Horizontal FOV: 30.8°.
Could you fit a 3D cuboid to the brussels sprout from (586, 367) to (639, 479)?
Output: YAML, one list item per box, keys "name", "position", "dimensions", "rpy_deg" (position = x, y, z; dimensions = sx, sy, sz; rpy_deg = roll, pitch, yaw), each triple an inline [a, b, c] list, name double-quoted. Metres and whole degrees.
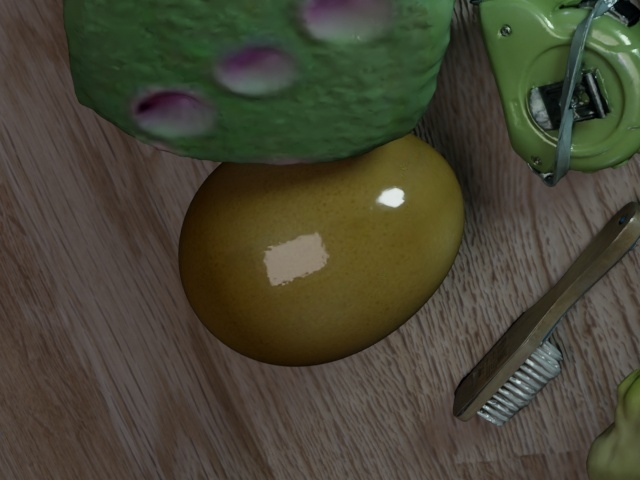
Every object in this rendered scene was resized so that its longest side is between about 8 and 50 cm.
- name: "brussels sprout"
  position: [0.430, 0.219, 1.074]
  dimensions: [0.344, 0.268, 0.344]
  rpy_deg: [8, 101, 47]

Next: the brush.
- name: "brush"
  position: [0.252, 0.091, 1.236]
  dimensions: [0.065, 0.070, 0.327]
  rpy_deg: [31, 122, -5]

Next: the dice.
- name: "dice"
  position: [-0.052, -0.266, 1.034]
  dimensions: [0.322, 0.318, 0.330]
  rpy_deg: [5, 149, -6]

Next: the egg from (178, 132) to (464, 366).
- name: "egg"
  position: [0.000, 0.000, 1.226]
  dimensions: [0.322, 0.250, 0.250]
  rpy_deg: [-23, 97, 29]

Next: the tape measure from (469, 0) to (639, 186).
- name: "tape measure"
  position: [0.245, -0.150, 1.109]
  dimensions: [0.175, 0.106, 0.200]
  rpy_deg: [-2, 110, 35]
